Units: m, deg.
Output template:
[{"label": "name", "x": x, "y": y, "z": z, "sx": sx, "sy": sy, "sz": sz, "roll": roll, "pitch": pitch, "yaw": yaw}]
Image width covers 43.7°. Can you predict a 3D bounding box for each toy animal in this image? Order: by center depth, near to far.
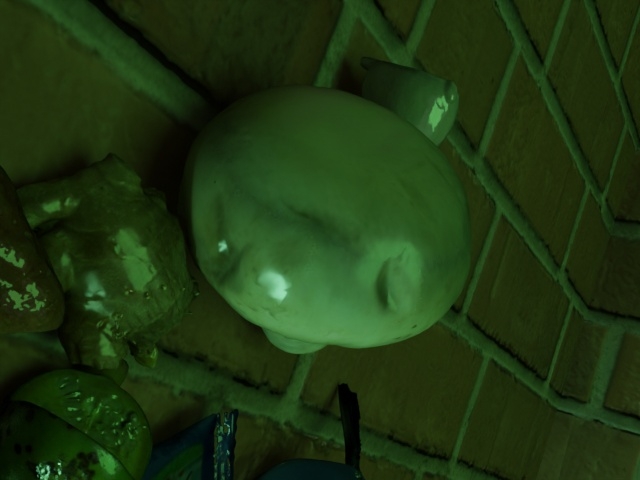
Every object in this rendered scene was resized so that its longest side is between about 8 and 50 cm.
[{"label": "toy animal", "x": 0.072, "y": -0.106, "z": 1.066, "sx": 0.141, "sy": 0.138, "sz": 0.282, "roll": 12, "pitch": 114, "yaw": -49}]

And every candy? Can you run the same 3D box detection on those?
[{"label": "candy", "x": -0.207, "y": 0.308, "z": 0.831, "sx": 0.331, "sy": 0.077, "sz": 0.186, "roll": -14, "pitch": 110, "yaw": -51}]

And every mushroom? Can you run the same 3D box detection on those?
[{"label": "mushroom", "x": 0.023, "y": -0.023, "z": 0.860, "sx": 0.356, "sy": 0.315, "sz": 0.314, "roll": 31, "pitch": 75, "yaw": -65}]

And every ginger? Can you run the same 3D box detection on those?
[{"label": "ginger", "x": -0.187, "y": 0.030, "z": 0.732, "sx": 0.157, "sy": 0.102, "sz": 0.216, "roll": -36, "pitch": 119, "yaw": -37}]

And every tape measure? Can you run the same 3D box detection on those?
[{"label": "tape measure", "x": -0.019, "y": 0.331, "z": 1.058, "sx": 0.215, "sy": 0.098, "sz": 0.351, "roll": 13, "pitch": 51, "yaw": -26}]

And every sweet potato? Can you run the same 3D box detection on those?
[{"label": "sweet potato", "x": -0.278, "y": -0.027, "z": 0.589, "sx": 0.097, "sy": 0.097, "sz": 0.251, "roll": -49, "pitch": 125, "yaw": -35}]

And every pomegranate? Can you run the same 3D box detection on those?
[{"label": "pomegranate", "x": -0.228, "y": 0.183, "z": 0.726, "sx": 0.143, "sy": 0.169, "sz": 0.122, "roll": 28, "pitch": 105, "yaw": -22}]
